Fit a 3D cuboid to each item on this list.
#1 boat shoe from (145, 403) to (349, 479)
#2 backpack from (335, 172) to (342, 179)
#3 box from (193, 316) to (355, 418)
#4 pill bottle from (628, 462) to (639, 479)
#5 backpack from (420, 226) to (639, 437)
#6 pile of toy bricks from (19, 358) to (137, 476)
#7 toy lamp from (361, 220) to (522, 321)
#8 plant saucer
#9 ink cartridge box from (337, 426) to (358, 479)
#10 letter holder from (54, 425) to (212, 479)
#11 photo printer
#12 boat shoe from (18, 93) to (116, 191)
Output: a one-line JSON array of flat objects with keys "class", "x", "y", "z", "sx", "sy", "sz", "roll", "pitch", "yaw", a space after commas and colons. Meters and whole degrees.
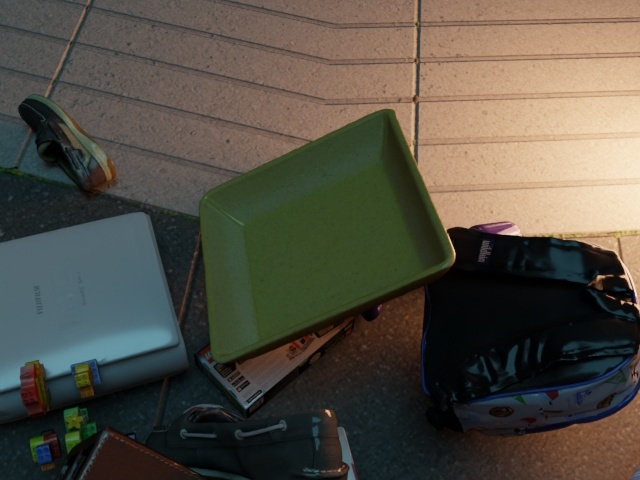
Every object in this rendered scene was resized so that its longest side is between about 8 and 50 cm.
[{"class": "boat shoe", "x": -0.091, "y": 0.223, "z": 0.838, "sx": 0.112, "sy": 0.335, "sz": 0.095, "roll": 7, "pitch": 82, "yaw": -41}, {"class": "backpack", "x": 0.031, "y": -0.100, "z": 1.184, "sx": 0.120, "sy": 0.101, "sz": 0.098, "roll": -15, "pitch": 50, "yaw": -9}, {"class": "box", "x": -0.062, "y": 0.142, "z": 1.041, "sx": 0.207, "sy": 0.036, "sz": 0.114, "roll": -36, "pitch": 63, "yaw": -25}, {"class": "pill bottle", "x": 0.420, "y": 0.332, "z": 0.877, "sx": 0.124, "sy": 0.124, "sz": 0.221, "roll": 38, "pitch": 60, "yaw": 22}, {"class": "backpack", "x": 0.275, "y": 0.126, "z": 0.941, "sx": 0.264, "sy": 0.213, "sz": 0.276, "roll": -13, "pitch": 52, "yaw": 26}, {"class": "pile of toy bricks", "x": -0.282, "y": 0.241, "z": 0.863, "sx": 0.118, "sy": 0.105, "sz": 0.212, "roll": -13, "pitch": 93, "yaw": -11}, {"class": "toy lamp", "x": 0.180, "y": 0.040, "z": 1.106, "sx": 0.275, "sy": 0.080, "sz": 0.080, "roll": -21, "pitch": 58, "yaw": -14}, {"class": "plant saucer", "x": 0.000, "y": 0.000, "z": 1.028, "sx": 0.333, "sy": 0.081, "sz": 0.332, "roll": -24, "pitch": 44, "yaw": 10}, {"class": "ink cartridge box", "x": 0.013, "y": 0.296, "z": 0.873, "sx": 0.056, "sy": 0.135, "sz": 0.099, "roll": -12, "pitch": 55, "yaw": -8}, {"class": "letter holder", "x": -0.151, "y": 0.360, "z": 0.734, "sx": 0.302, "sy": 0.152, "sz": 0.214, "roll": 33, "pitch": 55, "yaw": -15}, {"class": "photo printer", "x": -0.359, "y": 0.103, "z": 1.009, "sx": 0.308, "sy": 0.107, "sz": 0.256, "roll": -14, "pitch": 56, "yaw": -13}, {"class": "boat shoe", "x": -0.435, "y": -0.162, "z": 1.214, "sx": 0.224, "sy": 0.080, "sz": 0.073, "roll": 38, "pitch": 56, "yaw": 17}]
